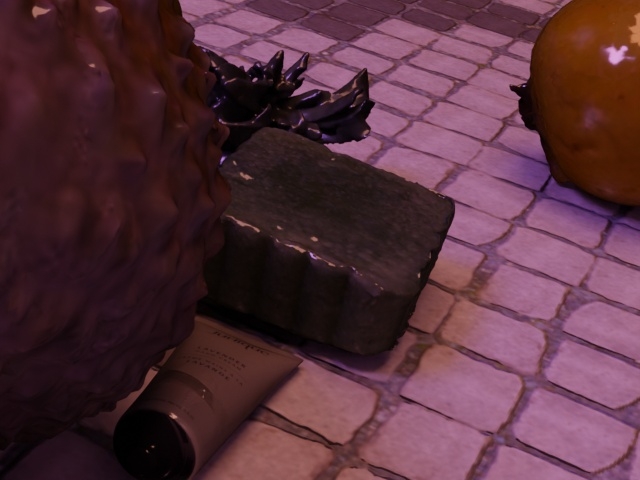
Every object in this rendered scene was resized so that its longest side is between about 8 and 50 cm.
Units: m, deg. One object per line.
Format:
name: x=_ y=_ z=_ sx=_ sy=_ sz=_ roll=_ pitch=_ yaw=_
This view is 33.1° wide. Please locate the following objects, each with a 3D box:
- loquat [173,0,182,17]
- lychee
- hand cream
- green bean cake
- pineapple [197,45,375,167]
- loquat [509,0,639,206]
loquat: x=-0.228 y=-0.223 z=1.106 sx=0.152 sy=0.152 sz=0.195 roll=24 pitch=25 yaw=20
lychee: x=-0.233 y=-0.059 z=0.542 sx=0.380 sy=0.432 sz=0.380 roll=-9 pitch=-8 yaw=-1
hand cream: x=-0.076 y=0.099 z=0.695 sx=0.087 sy=0.054 sz=0.186 roll=21 pitch=23 yaw=9
green bean cake: x=0.000 y=0.000 z=0.847 sx=0.184 sy=0.094 sz=0.183 roll=18 pitch=29 yaw=11
pineapple: x=-0.104 y=-0.122 z=0.973 sx=0.309 sy=0.141 sz=0.170 roll=2 pitch=-13 yaw=-12
loquat: x=0.318 y=-0.146 z=1.100 sx=0.243 sy=0.244 sz=0.244 roll=9 pitch=29 yaw=-5
